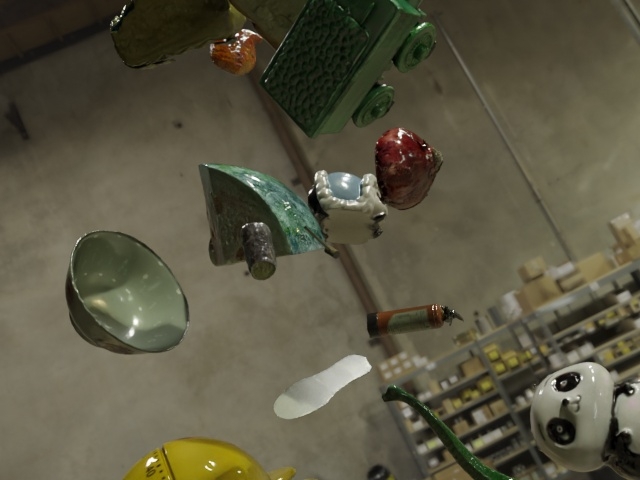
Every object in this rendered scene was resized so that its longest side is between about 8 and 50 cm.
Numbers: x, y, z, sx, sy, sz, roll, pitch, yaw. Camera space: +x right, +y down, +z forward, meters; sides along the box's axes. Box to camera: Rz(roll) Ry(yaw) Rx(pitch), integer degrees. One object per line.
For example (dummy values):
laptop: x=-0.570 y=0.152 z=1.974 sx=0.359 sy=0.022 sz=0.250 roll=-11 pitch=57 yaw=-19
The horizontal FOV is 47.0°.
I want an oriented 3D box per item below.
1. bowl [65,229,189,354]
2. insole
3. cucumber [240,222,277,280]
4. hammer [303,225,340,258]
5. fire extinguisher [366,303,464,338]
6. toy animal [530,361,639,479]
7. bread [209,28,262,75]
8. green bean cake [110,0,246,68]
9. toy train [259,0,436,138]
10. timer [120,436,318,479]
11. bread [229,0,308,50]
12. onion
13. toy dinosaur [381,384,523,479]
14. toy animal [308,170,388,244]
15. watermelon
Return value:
bowl: x=-0.487 y=0.155 z=1.743 sx=0.157 sy=0.337 sz=0.337 roll=-38 pitch=-16 yaw=24
insole: x=0.005 y=0.224 z=1.140 sx=0.197 sy=0.065 sz=0.004 roll=-25 pitch=-51 yaw=-40
cucumber: x=-0.119 y=0.021 z=1.414 sx=0.064 sy=0.112 sz=0.064 roll=-9 pitch=-35 yaw=-6
hammer: x=0.000 y=0.000 z=1.547 sx=0.019 sy=0.035 sz=0.110 roll=-51 pitch=-50 yaw=-7
fire extinguisher: x=0.176 y=0.150 z=1.380 sx=0.177 sy=0.050 sz=0.062 roll=-9 pitch=-43 yaw=14
toy animal: x=0.480 y=0.311 z=1.265 sx=0.235 sy=0.187 sz=0.165 roll=11 pitch=-27 yaw=16
bread: x=-0.246 y=-0.566 z=2.143 sx=0.139 sy=0.269 sz=0.095 roll=18 pitch=-48 yaw=-10
green bean cake: x=-0.323 y=-0.537 z=1.553 sx=0.284 sy=0.310 sz=0.202 roll=-12 pitch=14 yaw=11
toy train: x=0.054 y=-0.281 z=1.113 sx=0.201 sy=0.145 sz=0.266 roll=-15 pitch=-33 yaw=-54
timer: x=-0.195 y=0.531 z=1.386 sx=0.386 sy=0.376 sz=0.376 roll=-19 pitch=-14 yaw=-18
bread: x=-0.034 y=-0.479 z=1.316 sx=0.225 sy=0.279 sz=0.250 roll=-26 pitch=24 yaw=45
onion: x=0.194 y=-0.160 z=1.603 sx=0.147 sy=0.184 sz=0.184 roll=-11 pitch=-2 yaw=34
toy dinosaur: x=0.319 y=0.361 z=1.100 sx=0.446 sy=0.301 sz=0.087 roll=-1 pitch=12 yaw=19
toy animal: x=0.071 y=-0.094 z=1.878 sx=0.204 sy=0.156 sz=0.208 roll=2 pitch=-24 yaw=2
watermelon: x=-0.174 y=-0.035 z=1.776 sx=0.258 sy=0.387 sz=0.228 roll=-56 pitch=-28 yaw=12
